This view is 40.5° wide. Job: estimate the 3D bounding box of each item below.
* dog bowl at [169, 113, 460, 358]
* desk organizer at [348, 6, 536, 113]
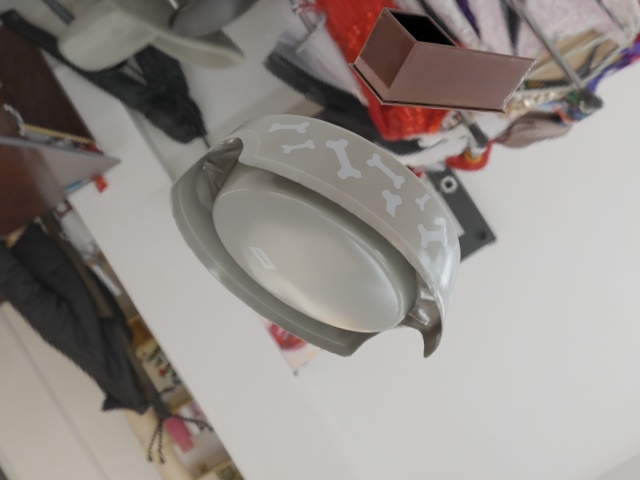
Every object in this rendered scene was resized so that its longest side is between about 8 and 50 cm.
[{"bbox_3d":[0.000,0.000,0.992,0.102,0.349,0.349,-56,-169,-28],"label":"dog bowl"},{"bbox_3d":[0.091,-0.128,0.628,0.130,0.047,0.050,-3,136,-39],"label":"desk organizer"}]
